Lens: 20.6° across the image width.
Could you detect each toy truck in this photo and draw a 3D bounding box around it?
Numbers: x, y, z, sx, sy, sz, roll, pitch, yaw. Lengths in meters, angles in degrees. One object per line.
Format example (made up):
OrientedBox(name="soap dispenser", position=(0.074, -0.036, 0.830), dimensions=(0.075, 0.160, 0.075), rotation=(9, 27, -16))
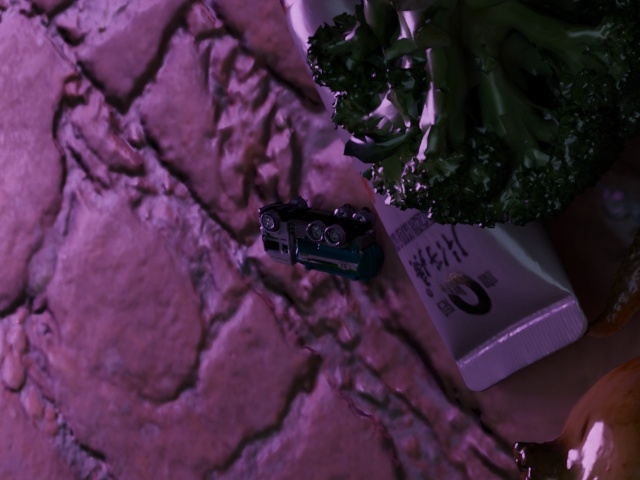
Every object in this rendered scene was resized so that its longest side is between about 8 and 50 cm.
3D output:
OrientedBox(name="toy truck", position=(0.000, 0.000, 1.146), dimensions=(0.083, 0.039, 0.044), rotation=(12, 115, 34))

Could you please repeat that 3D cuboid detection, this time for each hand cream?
OrientedBox(name="hand cream", position=(0.060, -0.063, 1.073), dimensions=(0.314, 0.089, 0.140), rotation=(62, 149, 10))

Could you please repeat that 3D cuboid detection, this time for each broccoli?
OrientedBox(name="broccoli", position=(0.089, -0.094, 0.944), dimensions=(0.195, 0.156, 0.195), rotation=(-25, 39, 22))

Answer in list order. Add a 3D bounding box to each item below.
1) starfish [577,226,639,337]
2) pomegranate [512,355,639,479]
OrientedBox(name="starfish", position=(0.211, -0.069, 0.977), dimensions=(0.138, 0.050, 0.247), rotation=(-1, 87, 38))
OrientedBox(name="pomegranate", position=(0.190, 0.144, 0.927), dimensions=(0.196, 0.196, 0.196), rotation=(4, 97, 37))
